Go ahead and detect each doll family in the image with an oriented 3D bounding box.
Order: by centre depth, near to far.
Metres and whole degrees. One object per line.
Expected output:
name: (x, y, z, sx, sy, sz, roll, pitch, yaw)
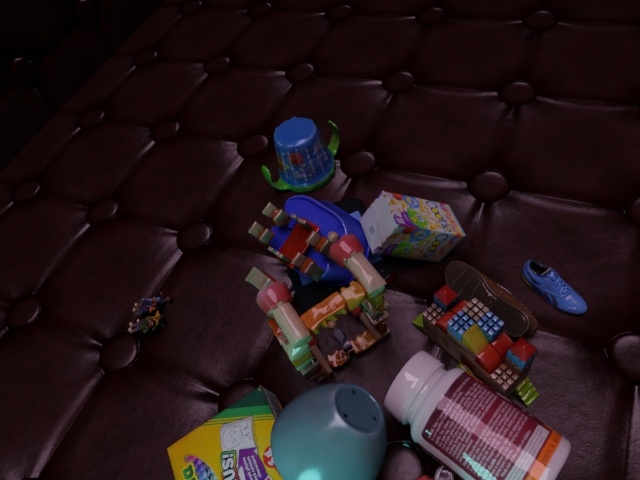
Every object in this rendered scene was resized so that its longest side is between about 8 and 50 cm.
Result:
doll family: (-0.583, 0.248, 1.644, 0.112, 0.076, 0.192, -14, 51, 10)

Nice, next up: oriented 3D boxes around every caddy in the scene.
caddy: (0.000, 0.000, 1.545, 0.341, 0.179, 0.241, 35, 98, 33)

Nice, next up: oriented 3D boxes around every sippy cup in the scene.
sippy cup: (-0.074, -0.343, 1.829, 0.240, 0.224, 0.305, 9, 58, 19)

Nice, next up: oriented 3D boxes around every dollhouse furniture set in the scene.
dollhouse furniture set: (-0.100, 0.051, 1.438, 0.262, 0.135, 0.259, 33, 87, 34)

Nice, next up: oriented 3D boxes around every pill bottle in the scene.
pill bottle: (0.366, 0.458, 1.159, 0.392, 0.224, 0.224, 32, 69, 30)

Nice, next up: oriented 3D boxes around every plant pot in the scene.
plant pot: (0.048, 0.466, 1.162, 0.290, 0.195, 0.290, 22, 31, -14)

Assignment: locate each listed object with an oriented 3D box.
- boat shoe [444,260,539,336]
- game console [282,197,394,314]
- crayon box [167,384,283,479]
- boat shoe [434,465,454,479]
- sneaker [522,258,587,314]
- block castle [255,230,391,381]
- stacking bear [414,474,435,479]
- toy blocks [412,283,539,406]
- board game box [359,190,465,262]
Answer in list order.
boat shoe: (0.499, 0.175, 1.401, 0.307, 0.105, 0.110, 49, 118, 39)
game console: (0.045, 0.041, 1.634, 0.342, 0.060, 0.386, -21, 53, 0)
crayon box: (-0.196, 0.620, 1.216, 0.313, 0.106, 0.363, -34, 52, 0)
boat shoe: (0.294, 0.641, 1.148, 0.066, 0.063, 0.184, 13, 60, 22)
sneaker: (0.685, 0.134, 1.389, 0.069, 0.082, 0.209, -36, 56, -14)
block castle: (0.017, 0.191, 1.300, 0.303, 0.453, 0.212, -33, 62, -8)
stacking bear: (0.146, 0.621, 1.033, 0.175, 0.289, 0.164, -36, 51, 21)
toy blocks: (0.408, 0.262, 1.260, 0.191, 0.260, 0.381, -38, 55, -13)
board game box: (0.288, -0.039, 1.485, 0.275, 0.142, 0.144, 8, 46, -31)
